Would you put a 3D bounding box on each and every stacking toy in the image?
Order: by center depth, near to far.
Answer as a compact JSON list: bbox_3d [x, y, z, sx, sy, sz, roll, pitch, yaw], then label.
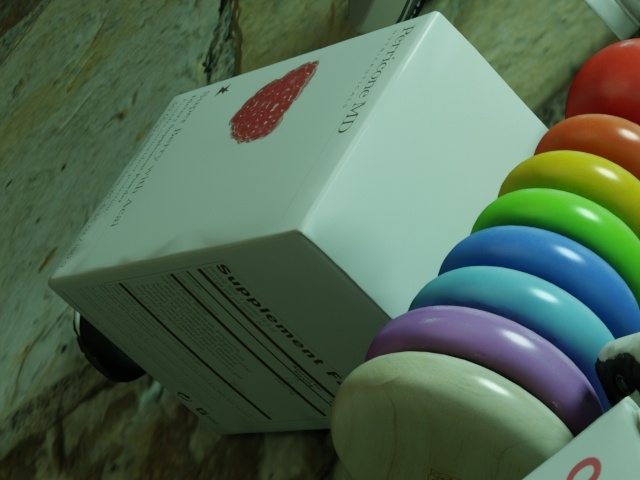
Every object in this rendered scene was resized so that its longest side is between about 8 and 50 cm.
[{"bbox_3d":[0.134,0.007,1.074,0.141,0.141,0.330,-18,32,48],"label":"stacking toy"}]

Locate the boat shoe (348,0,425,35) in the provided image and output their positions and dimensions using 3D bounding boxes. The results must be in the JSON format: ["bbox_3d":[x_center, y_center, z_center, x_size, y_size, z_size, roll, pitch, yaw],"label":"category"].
[{"bbox_3d":[0.145,-0.302,1.574,0.127,0.158,0.340,-106,34,-58],"label":"boat shoe"}]

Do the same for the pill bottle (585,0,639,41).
[{"bbox_3d":[0.227,-0.186,1.293,0.116,0.065,0.065,-43,24,9],"label":"pill bottle"}]

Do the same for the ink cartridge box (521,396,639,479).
[{"bbox_3d":[0.068,0.244,0.793,0.306,0.131,0.226,-39,24,14],"label":"ink cartridge box"}]

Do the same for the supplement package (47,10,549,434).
[{"bbox_3d":[0.000,0.000,1.240,0.293,0.175,0.177,-11,41,53],"label":"supplement package"}]

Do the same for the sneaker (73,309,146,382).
[{"bbox_3d":[-0.077,-0.015,1.494,0.124,0.107,0.283,3,53,53],"label":"sneaker"}]

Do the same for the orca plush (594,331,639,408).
[{"bbox_3d":[0.252,0.064,0.866,0.287,0.102,0.151,-18,-7,29],"label":"orca plush"}]
